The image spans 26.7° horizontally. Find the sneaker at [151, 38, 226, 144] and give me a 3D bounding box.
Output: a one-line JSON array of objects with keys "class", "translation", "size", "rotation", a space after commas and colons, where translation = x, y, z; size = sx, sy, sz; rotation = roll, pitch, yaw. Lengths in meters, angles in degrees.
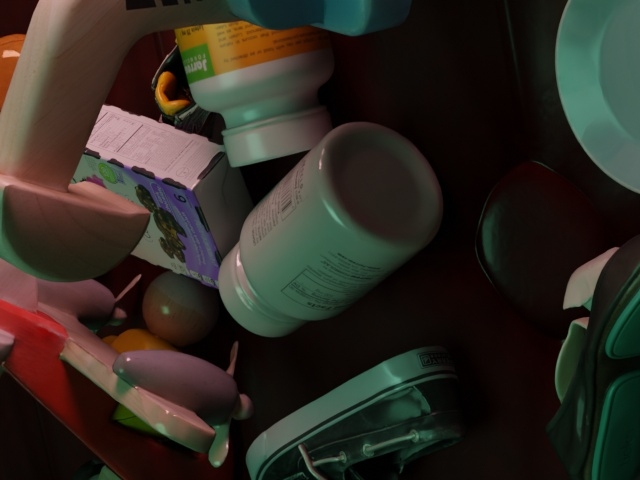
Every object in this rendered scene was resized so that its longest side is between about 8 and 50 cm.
[{"class": "sneaker", "translation": [-0.140, -0.144, 1.384], "size": [0.088, 0.093, 0.225], "rotation": [50, 139, 23]}]

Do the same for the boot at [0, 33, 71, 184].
[{"class": "boot", "translation": [-0.353, -0.093, 1.566], "size": [0.104, 0.211, 0.295], "rotation": [22, 121, 45]}]

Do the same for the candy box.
[{"class": "candy box", "translation": [-0.163, -0.044, 1.390], "size": [0.196, 0.070, 0.165], "rotation": [20, 147, 31]}]

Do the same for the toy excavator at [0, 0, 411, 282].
[{"class": "toy excavator", "translation": [-0.075, -0.223, 0.989], "size": [0.222, 0.445, 0.432], "rotation": [25, 122, 43]}]

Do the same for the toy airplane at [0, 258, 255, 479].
[{"class": "toy airplane", "translation": [-0.235, 0.119, 1.464], "size": [0.386, 0.272, 0.384], "rotation": [43, 167, 13]}]

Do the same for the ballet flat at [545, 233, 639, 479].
[{"class": "ballet flat", "translation": [0.226, 0.073, 1.035], "size": [0.096, 0.095, 0.280], "rotation": [50, 139, 42]}]

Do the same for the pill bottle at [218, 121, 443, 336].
[{"class": "pill bottle", "translation": [0.000, 0.000, 1.242], "size": [0.229, 0.131, 0.131], "rotation": [-42, 72, 49]}]

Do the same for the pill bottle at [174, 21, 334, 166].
[{"class": "pill bottle", "translation": [-0.065, -0.197, 1.235], "size": [0.136, 0.136, 0.245], "rotation": [-8, 98, 51]}]

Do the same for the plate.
[{"class": "plate", "translation": [0.250, -0.122, 0.978], "size": [0.188, 0.024, 0.188], "rotation": [24, 123, 44]}]

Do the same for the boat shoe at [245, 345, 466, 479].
[{"class": "boat shoe", "translation": [0.035, 0.206, 1.300], "size": [0.306, 0.113, 0.105], "rotation": [-36, 62, 41]}]
